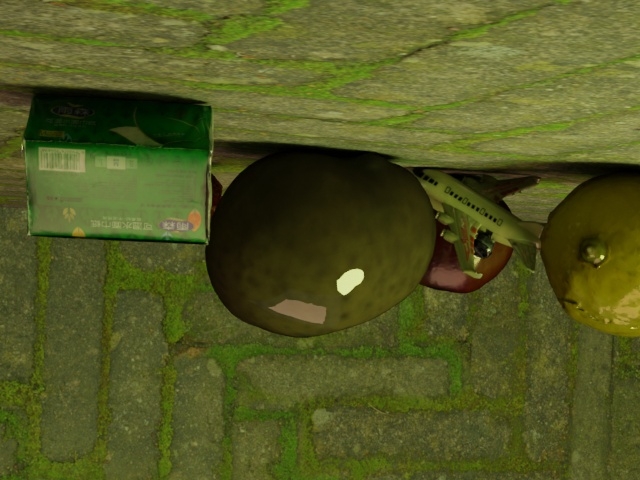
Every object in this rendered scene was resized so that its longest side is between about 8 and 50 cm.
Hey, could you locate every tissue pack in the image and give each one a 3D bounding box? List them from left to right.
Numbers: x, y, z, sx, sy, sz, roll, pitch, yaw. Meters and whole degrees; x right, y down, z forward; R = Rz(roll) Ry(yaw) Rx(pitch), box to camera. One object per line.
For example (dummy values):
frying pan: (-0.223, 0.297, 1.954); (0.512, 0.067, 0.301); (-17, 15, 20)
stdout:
tissue pack: (-0.228, -0.095, 1.694); (0.209, 0.148, 0.156); (2, -143, -4)

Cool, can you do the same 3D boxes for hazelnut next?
hazelnut: (0.219, -0.023, 2.389); (0.208, 0.208, 0.208); (3, 177, 0)

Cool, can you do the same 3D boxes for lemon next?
lemon: (0.455, 0.019, 2.157); (0.261, 0.260, 0.284); (2, 174, 9)

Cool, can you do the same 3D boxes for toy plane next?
toy plane: (0.238, -0.040, 2.243); (0.244, 0.229, 0.092); (25, 142, 17)

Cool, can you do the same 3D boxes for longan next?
longan: (0.000, 0.000, 2.120); (0.350, 0.288, 0.288); (-8, -178, -26)

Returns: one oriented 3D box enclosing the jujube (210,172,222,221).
jujube: (-0.246, -0.071, 2.362); (0.176, 0.109, 0.112); (5, 143, 4)
